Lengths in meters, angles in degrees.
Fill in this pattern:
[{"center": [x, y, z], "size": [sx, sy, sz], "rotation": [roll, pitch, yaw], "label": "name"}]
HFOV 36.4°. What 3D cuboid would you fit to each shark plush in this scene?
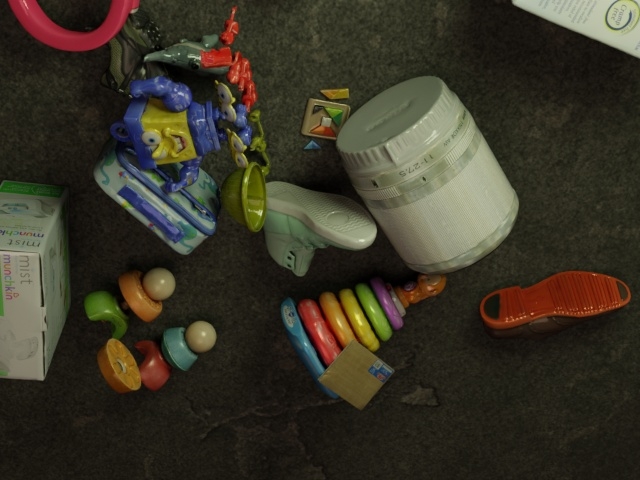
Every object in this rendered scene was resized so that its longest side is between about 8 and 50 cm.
[{"center": [-0.201, -0.290, 1.524], "size": [0.161, 0.067, 0.073], "rotation": [10, 119, -45], "label": "shark plush"}]

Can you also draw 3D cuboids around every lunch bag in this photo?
[{"center": [-0.265, -0.088, 1.612], "size": [0.090, 0.176, 0.219], "rotation": [-40, 113, 21], "label": "lunch bag"}]

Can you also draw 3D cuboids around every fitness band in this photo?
[{"center": [-0.373, -0.430, 1.456], "size": [0.209, 0.054, 0.291], "rotation": [11, 115, 9], "label": "fitness band"}]

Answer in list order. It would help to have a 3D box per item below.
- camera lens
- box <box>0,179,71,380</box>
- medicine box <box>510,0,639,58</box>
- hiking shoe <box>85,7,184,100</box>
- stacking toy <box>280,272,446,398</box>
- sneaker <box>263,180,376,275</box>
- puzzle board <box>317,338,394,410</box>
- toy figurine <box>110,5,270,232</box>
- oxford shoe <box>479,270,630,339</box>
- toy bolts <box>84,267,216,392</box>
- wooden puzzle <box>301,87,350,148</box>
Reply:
[{"center": [0.177, -0.099, 1.583], "size": [0.219, 0.219, 0.274], "rotation": [-28, 117, 15], "label": "camera lens"}, {"center": [-0.508, 0.067, 1.672], "size": [0.126, 0.231, 0.262], "rotation": [6, 121, -4], "label": "box"}, {"center": [0.406, -0.388, 1.385], "size": [0.289, 0.263, 0.149], "rotation": [19, 119, -11], "label": "medicine box"}, {"center": [-0.292, -0.257, 1.575], "size": [0.114, 0.086, 0.227], "rotation": [-13, 111, 17], "label": "hiking shoe"}, {"center": [0.093, 0.133, 1.776], "size": [0.301, 0.175, 0.166], "rotation": [-28, 121, 2], "label": "stacking toy"}, {"center": [0.000, 0.000, 1.659], "size": [0.256, 0.094, 0.151], "rotation": [23, 133, 39], "label": "sneaker"}, {"center": [0.064, 0.239, 1.734], "size": [0.096, 0.011, 0.128], "rotation": [-50, 128, 1], "label": "puzzle board"}, {"center": [-0.212, -0.172, 1.521], "size": [0.217, 0.191, 0.363], "rotation": [-4, 141, 5], "label": "toy figurine"}, {"center": [0.434, 0.127, 1.807], "size": [0.271, 0.097, 0.098], "rotation": [-8, 140, 10], "label": "oxford shoe"}, {"center": [-0.292, 0.179, 1.772], "size": [0.158, 0.218, 0.228], "rotation": [-29, 135, 9], "label": "toy bolts"}, {"center": [0.009, -0.203, 1.639], "size": [0.078, 0.014, 0.116], "rotation": [5, 121, -3], "label": "wooden puzzle"}]
